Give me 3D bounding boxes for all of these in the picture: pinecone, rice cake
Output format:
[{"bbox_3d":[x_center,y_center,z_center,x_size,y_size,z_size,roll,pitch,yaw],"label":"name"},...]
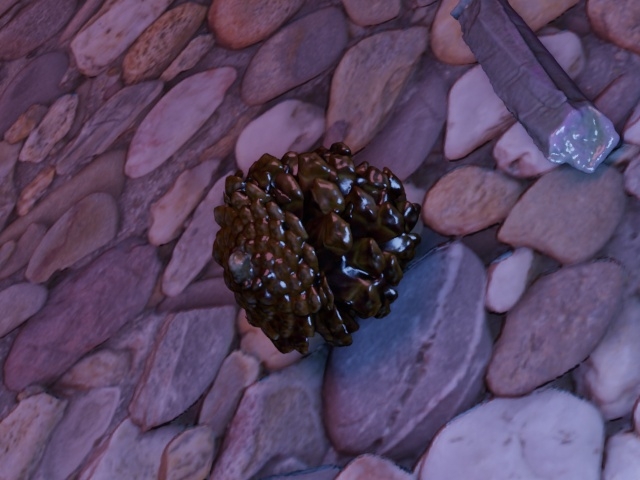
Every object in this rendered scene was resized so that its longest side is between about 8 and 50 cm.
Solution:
[{"bbox_3d":[0.000,0.000,1.369,0.174,0.173,0.173,-29,36,25],"label":"pinecone"},{"bbox_3d":[0.163,-0.133,1.418,0.055,0.049,0.270,-60,28,20],"label":"rice cake"}]
